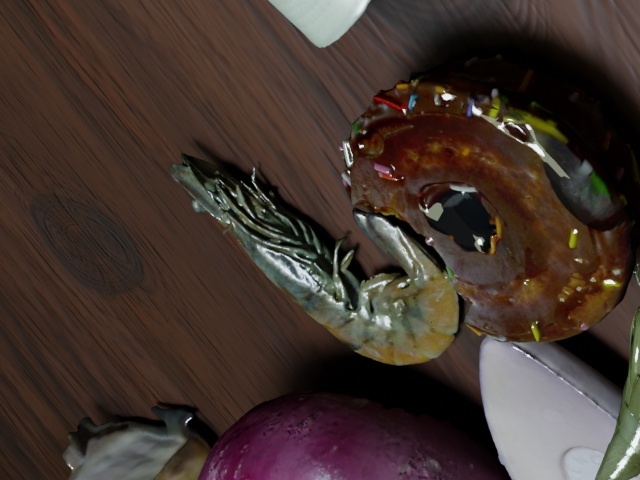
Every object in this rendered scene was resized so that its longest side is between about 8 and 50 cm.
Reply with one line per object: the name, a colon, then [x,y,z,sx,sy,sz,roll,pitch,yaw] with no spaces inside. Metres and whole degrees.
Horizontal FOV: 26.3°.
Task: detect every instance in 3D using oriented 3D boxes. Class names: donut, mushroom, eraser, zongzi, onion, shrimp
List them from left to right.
mushroom: [-0.204,0.439,1.679,0.224,0.313,0.397,5,136,46]
shrimp: [0.000,0.000,1.209,0.296,0.058,0.169,40,138,-1]
onion: [0.040,0.315,1.288,0.358,0.345,0.358,1,128,1]
donut: [0.133,-0.039,0.991,0.230,0.096,0.216,41,143,4]
eraser: [0.219,0.155,1.141,0.204,0.059,0.243,-11,122,50]
zongzi: [0.231,0.102,1.017,0.154,0.130,0.062,63,173,-25]

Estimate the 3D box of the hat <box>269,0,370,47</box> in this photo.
hat: [-0.094,-0.245,0.938,0.301,0.168,0.258,46,146,-3]
